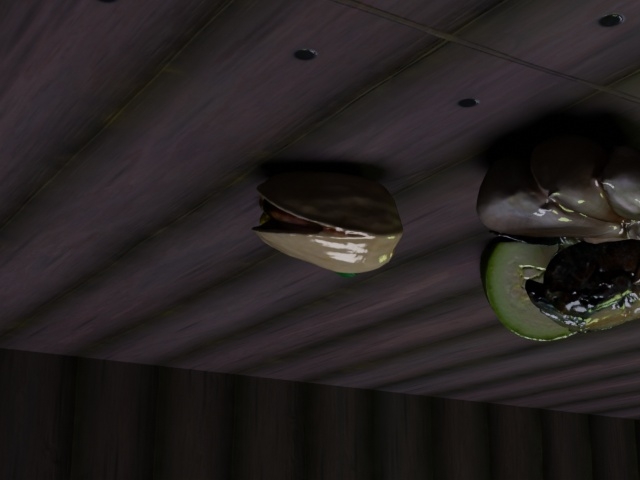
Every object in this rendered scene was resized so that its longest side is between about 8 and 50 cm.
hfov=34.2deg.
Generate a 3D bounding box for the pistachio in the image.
[{"bbox_3d":[0.010,-0.029,1.584,0.229,0.157,0.157,9,161,-4],"label":"pistachio"}]

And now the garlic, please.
[{"bbox_3d":[0.360,-0.069,1.495,0.279,0.132,0.325,-16,158,39],"label":"garlic"}]

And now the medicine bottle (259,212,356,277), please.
[{"bbox_3d":[0.000,0.000,1.806,0.111,0.076,0.309,-6,162,21],"label":"medicine bottle"}]

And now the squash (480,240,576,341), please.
[{"bbox_3d":[0.433,0.073,2.050,0.233,0.210,0.309,-4,-170,7],"label":"squash"}]

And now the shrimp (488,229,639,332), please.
[{"bbox_3d":[0.449,0.041,1.788,0.445,0.085,0.272,17,125,-28],"label":"shrimp"}]

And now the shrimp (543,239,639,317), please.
[{"bbox_3d":[0.523,0.022,1.667,0.372,0.137,0.172,-16,170,-7],"label":"shrimp"}]
